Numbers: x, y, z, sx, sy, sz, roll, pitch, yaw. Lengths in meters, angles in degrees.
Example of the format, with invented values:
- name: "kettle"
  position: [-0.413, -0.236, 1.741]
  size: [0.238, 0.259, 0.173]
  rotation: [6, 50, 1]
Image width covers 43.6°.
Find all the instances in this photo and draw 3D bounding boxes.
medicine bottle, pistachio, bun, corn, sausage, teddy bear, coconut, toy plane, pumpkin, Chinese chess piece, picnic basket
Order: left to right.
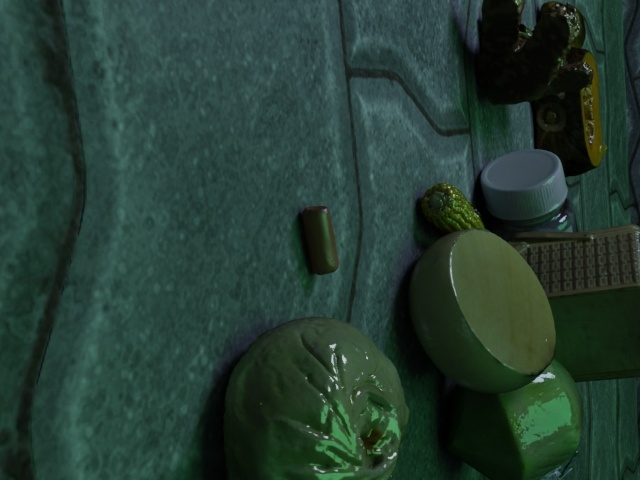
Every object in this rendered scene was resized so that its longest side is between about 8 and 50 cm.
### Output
- name: "sausage"
  position: [0.000, 0.000, 0.933]
  size: [0.034, 0.034, 0.083]
  rotation: [-35, 119, -57]
- name: "bun"
  position: [0.008, 0.201, 0.817]
  size: [0.243, 0.153, 0.244]
  rotation: [-9, 100, -61]
- name: "corn"
  position: [0.220, -0.035, 1.298]
  size: [0.203, 0.072, 0.072]
  rotation: [33, 60, -57]
- name: "Chinese chess piece"
  position: [0.242, 0.105, 1.200]
  size: [0.250, 0.097, 0.251]
  rotation: [23, 51, -31]
- name: "coconut"
  position: [0.307, 0.293, 1.308]
  size: [0.236, 0.236, 0.205]
  rotation: [33, 23, -56]
- name: "toy plane"
  position: [0.417, 0.468, 1.625]
  size: [0.273, 0.107, 0.182]
  rotation: [-13, 143, -35]
- name: "medicine bottle"
  position: [0.409, -0.024, 1.540]
  size: [0.165, 0.165, 0.273]
  rotation: [-57, 135, -46]
- name: "teddy bear"
  position: [0.408, -0.368, 1.503]
  size: [0.222, 0.246, 0.296]
  rotation: [-46, 159, -30]
- name: "picnic basket"
  position: [0.425, 0.114, 1.415]
  size: [0.175, 0.312, 0.228]
  rotation: [-73, 146, -47]
- name: "pistachio"
  position: [0.604, -0.512, 1.990]
  size: [0.189, 0.100, 0.110]
  rotation: [56, 38, -46]
- name: "pumpkin"
  position: [0.595, -0.315, 1.931]
  size: [0.221, 0.139, 0.317]
  rotation: [-33, 113, -54]
